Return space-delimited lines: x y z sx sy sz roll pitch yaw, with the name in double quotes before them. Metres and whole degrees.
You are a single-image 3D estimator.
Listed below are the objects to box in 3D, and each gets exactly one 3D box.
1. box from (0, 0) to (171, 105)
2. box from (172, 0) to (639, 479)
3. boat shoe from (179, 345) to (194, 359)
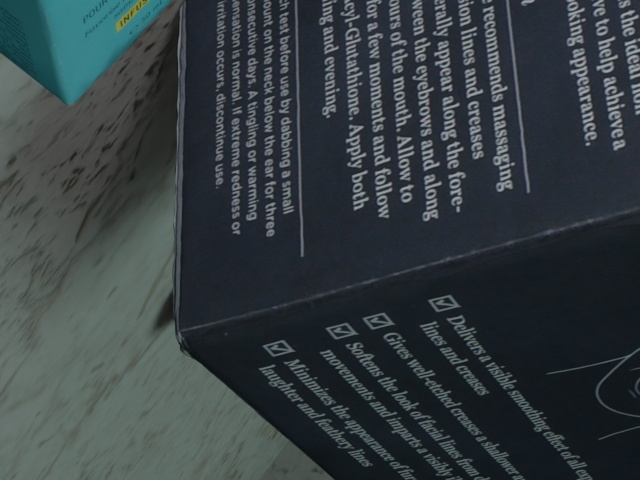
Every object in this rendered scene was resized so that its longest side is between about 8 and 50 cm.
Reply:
"box" -0.064 -0.130 0.446 0.100 0.060 0.244 -49 171 -14
"box" 0.167 -0.021 0.864 0.293 0.395 0.212 49 32 -50
"boat shoe" 0.000 0.001 1.401 0.320 0.103 0.118 -46 168 -48
